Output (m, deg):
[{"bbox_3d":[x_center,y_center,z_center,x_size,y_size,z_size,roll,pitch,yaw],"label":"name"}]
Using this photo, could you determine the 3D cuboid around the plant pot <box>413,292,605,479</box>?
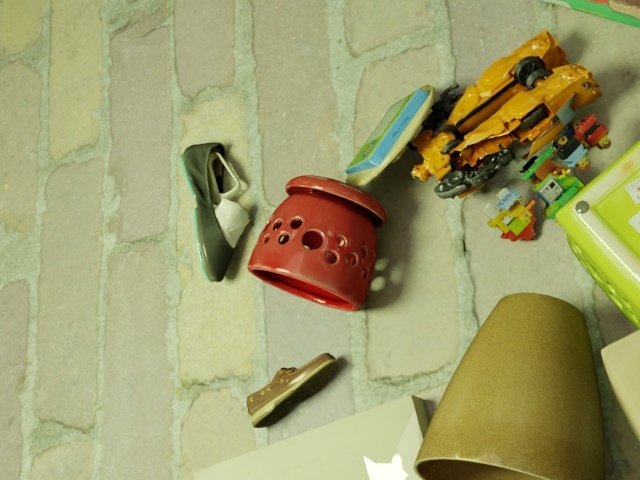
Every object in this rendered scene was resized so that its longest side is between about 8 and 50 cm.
[{"bbox_3d":[0.265,0.207,1.134,0.237,0.237,0.254,1,59,31],"label":"plant pot"}]

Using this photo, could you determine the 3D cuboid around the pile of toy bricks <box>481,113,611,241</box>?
[{"bbox_3d":[0.347,-0.076,1.245,0.105,0.118,0.212,44,88,-5],"label":"pile of toy bricks"}]

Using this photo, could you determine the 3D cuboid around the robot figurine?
[{"bbox_3d":[0.263,-0.176,1.306,0.291,0.085,0.211,-38,39,15],"label":"robot figurine"}]

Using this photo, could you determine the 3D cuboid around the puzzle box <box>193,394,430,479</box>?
[{"bbox_3d":[0.001,0.423,1.301,0.408,0.052,0.272,-24,64,22],"label":"puzzle box"}]

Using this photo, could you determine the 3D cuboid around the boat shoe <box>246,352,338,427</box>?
[{"bbox_3d":[-0.051,0.229,1.388,0.178,0.064,0.060,-39,60,17],"label":"boat shoe"}]

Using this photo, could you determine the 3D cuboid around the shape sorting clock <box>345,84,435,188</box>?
[{"bbox_3d":[0.111,-0.161,1.374,0.040,0.206,0.206,37,96,-9],"label":"shape sorting clock"}]

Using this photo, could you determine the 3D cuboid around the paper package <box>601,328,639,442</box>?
[{"bbox_3d":[0.503,0.201,0.892,0.309,0.168,0.325,-30,40,14],"label":"paper package"}]

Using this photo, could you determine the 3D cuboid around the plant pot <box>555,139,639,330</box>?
[{"bbox_3d":[0.446,-0.007,1.087,0.228,0.207,0.227,-42,57,11],"label":"plant pot"}]

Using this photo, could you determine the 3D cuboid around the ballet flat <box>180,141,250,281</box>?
[{"bbox_3d":[-0.185,-0.064,1.550,0.096,0.095,0.281,-21,64,10],"label":"ballet flat"}]

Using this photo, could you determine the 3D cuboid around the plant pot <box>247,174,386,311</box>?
[{"bbox_3d":[0.000,0.000,1.359,0.191,0.191,0.174,12,78,33],"label":"plant pot"}]

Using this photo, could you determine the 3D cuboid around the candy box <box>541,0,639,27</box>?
[{"bbox_3d":[0.373,-0.429,1.201,0.268,0.317,0.122,28,89,34],"label":"candy box"}]
